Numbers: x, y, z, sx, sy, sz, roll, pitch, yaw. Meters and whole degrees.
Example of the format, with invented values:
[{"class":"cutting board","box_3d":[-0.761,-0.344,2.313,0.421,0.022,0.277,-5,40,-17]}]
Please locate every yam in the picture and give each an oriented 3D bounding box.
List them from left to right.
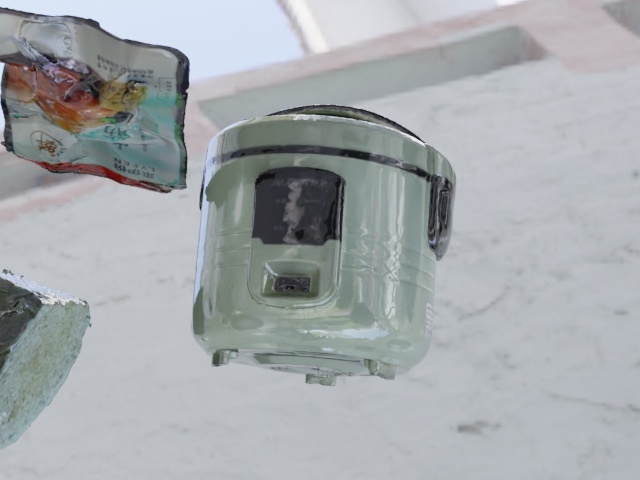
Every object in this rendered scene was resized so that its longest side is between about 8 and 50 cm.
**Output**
[{"class":"yam","box_3d":[-0.404,0.096,1.186,0.271,0.201,0.202,26,178,13]}]

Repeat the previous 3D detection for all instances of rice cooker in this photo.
[{"class":"rice cooker","box_3d":[0.000,0.000,0.997,0.226,0.226,0.244,2,-106,16]}]

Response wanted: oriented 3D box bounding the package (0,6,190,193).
[{"class":"package","box_3d":[-0.184,-0.101,0.924,0.166,0.232,0.040,14,-117,-3]}]
